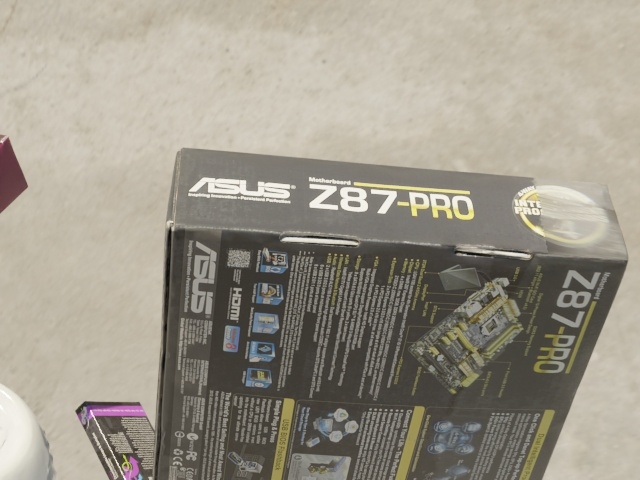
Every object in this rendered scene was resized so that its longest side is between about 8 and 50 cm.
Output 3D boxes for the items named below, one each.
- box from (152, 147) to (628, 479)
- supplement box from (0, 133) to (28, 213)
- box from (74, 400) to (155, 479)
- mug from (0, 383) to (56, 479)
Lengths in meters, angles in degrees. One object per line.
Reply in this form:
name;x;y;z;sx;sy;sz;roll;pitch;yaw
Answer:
box;0.030;0.117;0.956;0.318;0.395;0.097;5;42;-4
supplement box;-0.461;-0.081;1.459;0.188;0.081;0.104;14;46;29
box;-0.263;0.296;1.697;0.116;0.029;0.162;14;37;-57
mug;-0.437;0.362;1.462;0.276;0.328;0.374;-7;47;-30
